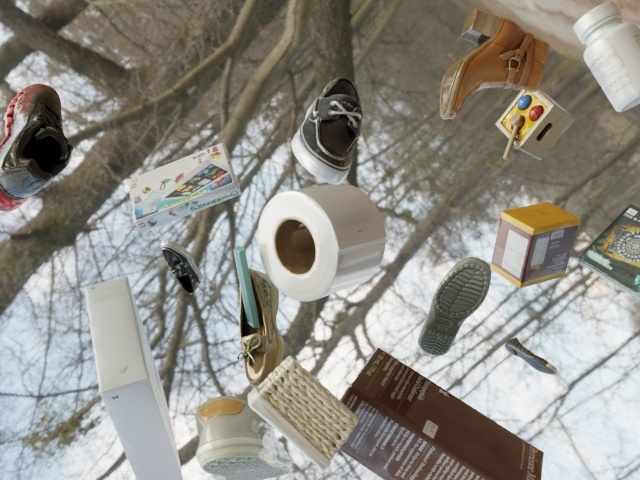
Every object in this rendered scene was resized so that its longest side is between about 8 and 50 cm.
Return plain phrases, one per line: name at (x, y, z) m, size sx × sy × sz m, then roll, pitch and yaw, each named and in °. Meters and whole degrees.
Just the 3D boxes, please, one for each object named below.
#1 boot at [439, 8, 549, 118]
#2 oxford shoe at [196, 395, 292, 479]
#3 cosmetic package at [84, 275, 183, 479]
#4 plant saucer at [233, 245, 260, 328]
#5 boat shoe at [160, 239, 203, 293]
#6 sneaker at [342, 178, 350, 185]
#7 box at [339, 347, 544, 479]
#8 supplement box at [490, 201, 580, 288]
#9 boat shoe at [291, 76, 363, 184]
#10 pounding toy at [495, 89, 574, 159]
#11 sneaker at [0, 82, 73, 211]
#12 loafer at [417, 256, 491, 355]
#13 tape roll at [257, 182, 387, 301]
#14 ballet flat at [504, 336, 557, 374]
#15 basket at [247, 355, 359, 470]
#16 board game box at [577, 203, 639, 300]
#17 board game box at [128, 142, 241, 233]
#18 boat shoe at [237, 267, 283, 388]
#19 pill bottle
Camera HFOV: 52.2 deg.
boot at (0.296, -0.277, 1.106) m, size 0.152 × 0.197 × 0.073 m, roll 20°, pitch -175°, yaw -13°
oxford shoe at (-0.153, 0.411, 1.319) m, size 0.449 × 0.169 × 0.130 m, roll 82°, pitch 176°, yaw -62°
cosmetic package at (-0.381, 0.307, 1.352) m, size 0.097 × 0.377 × 0.284 m, roll -14°, pitch -137°, yaw -13°
plant saucer at (-0.171, 0.109, 1.508) m, size 0.067 × 0.018 × 0.192 m, roll -167°, pitch 64°, yaw -70°
boat shoe at (-0.267, 0.052, 1.253) m, size 0.142 × 0.049 × 0.040 m, roll 64°, pitch -145°, yaw -49°
sneaker at (0.063, -0.143, 1.911) m, size 0.134 × 0.051 × 0.070 m, roll 87°, pitch 159°, yaw -61°
box at (0.212, 0.383, 1.224) m, size 0.381 × 0.143 × 0.191 m, roll 32°, pitch -158°, yaw 10°
supplement box at (0.626, 0.011, 1.916) m, size 0.191 × 0.194 × 0.129 m, roll -11°, pitch -149°, yaw -28°
boat shoe at (0.028, -0.205, 1.146) m, size 0.108 × 0.102 × 0.301 m, roll 30°, pitch -149°, yaw -11°
pounding toy at (0.436, -0.240, 1.380) m, size 0.100 × 0.141 × 0.130 m, roll 21°, pitch -152°, yaw -30°
sneaker at (-0.473, -0.174, 1.101) m, size 0.097 × 0.135 × 0.276 m, roll 50°, pitch -151°, yaw -42°
loafer at (0.267, 0.123, 1.330) m, size 0.094 × 0.251 × 0.087 m, roll 25°, pitch -145°, yaw 1°
tape roll at (0.000, 0.000, 1.465) m, size 0.169 × 0.246 × 0.246 m, roll -14°, pitch -121°, yaw -46°
ballet flat at (0.589, 0.319, 1.825) m, size 0.173 × 0.049 × 0.057 m, roll 33°, pitch 157°, yaw 48°
basket at (-0.028, 0.283, 1.100) m, size 0.167 × 0.103 × 0.113 m, roll 42°, pitch 172°, yaw -2°
board game box at (0.502, 0.029, 0.995) m, size 0.026 × 0.126 × 0.186 m, roll 43°, pitch -177°, yaw -35°
board game box at (-0.394, -0.155, 1.881) m, size 0.053 × 0.305 × 0.193 m, roll 69°, pitch 180°, yaw -49°
boat shoe at (-0.153, 0.204, 1.519) m, size 0.089 × 0.105 × 0.285 m, roll 31°, pitch -136°, yaw -48°
pill bottle at (0.688, -0.426, 1.511) m, size 0.131 × 0.131 × 0.229 m, roll -5°, pitch -114°, yaw -63°
